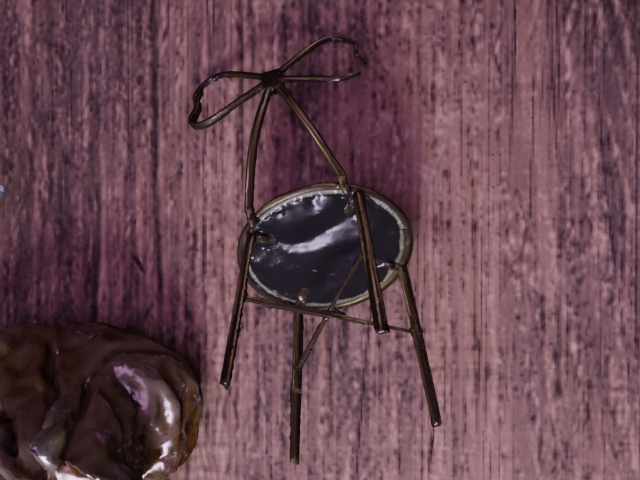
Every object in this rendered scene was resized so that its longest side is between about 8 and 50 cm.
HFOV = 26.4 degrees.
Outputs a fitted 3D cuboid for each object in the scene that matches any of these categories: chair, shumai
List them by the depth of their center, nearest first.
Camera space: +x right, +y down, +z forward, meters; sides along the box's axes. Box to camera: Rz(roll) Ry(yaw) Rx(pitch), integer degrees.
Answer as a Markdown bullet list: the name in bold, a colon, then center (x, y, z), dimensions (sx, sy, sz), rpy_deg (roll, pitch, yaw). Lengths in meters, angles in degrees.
- **chair**: center (0.000, 0.000, 1.120), dimensions (0.159, 0.170, 0.326), rpy_deg (-20, 45, 13)
- **shumai**: center (-0.224, 0.157, 1.130), dimensions (0.218, 0.185, 0.184), rpy_deg (15, 94, 9)

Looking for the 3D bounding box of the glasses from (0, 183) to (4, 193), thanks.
- **glasses**: center (-0.382, -0.069, 1.165), dimensions (0.255, 0.162, 0.095), rpy_deg (5, 89, 9)
